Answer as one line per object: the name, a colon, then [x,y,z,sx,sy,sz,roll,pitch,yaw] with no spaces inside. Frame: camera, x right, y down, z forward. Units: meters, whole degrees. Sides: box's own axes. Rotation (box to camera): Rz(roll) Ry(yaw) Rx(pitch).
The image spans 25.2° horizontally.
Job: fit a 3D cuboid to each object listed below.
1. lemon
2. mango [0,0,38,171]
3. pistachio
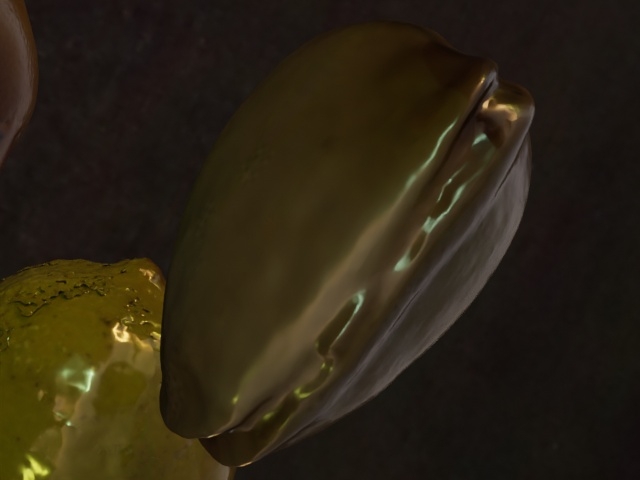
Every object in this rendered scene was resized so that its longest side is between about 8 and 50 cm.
lemon: [-0.189,0.161,1.129,0.258,0.258,0.310,-19,122,-66]
mango: [-0.287,-0.144,1.030,0.166,0.136,0.236,-60,154,-29]
pistachio: [0.000,0.000,0.773,0.260,0.163,0.213,-49,-167,-13]
